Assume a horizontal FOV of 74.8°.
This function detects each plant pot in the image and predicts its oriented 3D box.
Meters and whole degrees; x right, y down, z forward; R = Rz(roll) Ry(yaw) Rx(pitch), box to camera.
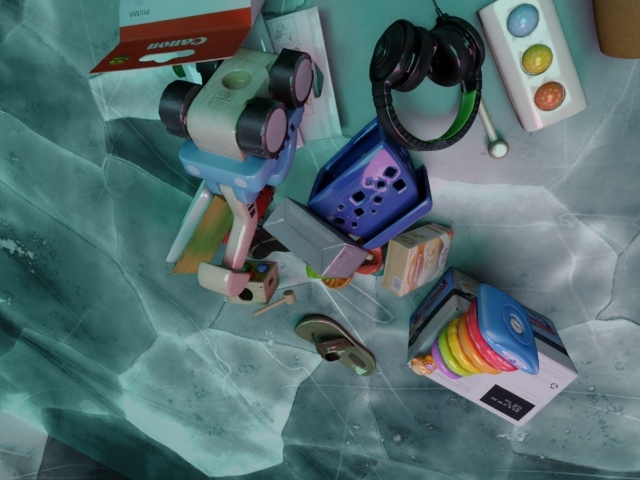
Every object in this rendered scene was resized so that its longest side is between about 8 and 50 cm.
[{"bbox_3d":[0.595,-0.473,0.743,0.237,0.237,0.254,-2,131,15],"label":"plant pot"},{"bbox_3d":[0.133,-0.132,1.018,0.212,0.236,0.236,42,118,-16],"label":"plant pot"}]

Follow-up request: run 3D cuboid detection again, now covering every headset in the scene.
[{"bbox_3d":[0.205,-0.388,0.879,0.244,0.185,0.393,-15,108,-20],"label":"headset"}]

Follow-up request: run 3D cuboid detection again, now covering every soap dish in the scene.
[{"bbox_3d":[-0.311,-0.065,1.172,0.118,0.228,0.290,27,121,-20],"label":"soap dish"}]

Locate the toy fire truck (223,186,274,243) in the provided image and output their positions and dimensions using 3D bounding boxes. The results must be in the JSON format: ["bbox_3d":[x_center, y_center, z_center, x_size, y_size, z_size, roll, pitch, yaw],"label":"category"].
[{"bbox_3d":[-0.211,-0.067,1.209,0.047,0.135,0.192,27,84,-29],"label":"toy fire truck"}]

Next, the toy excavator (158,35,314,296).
[{"bbox_3d":[-0.168,-0.137,0.924,0.223,0.432,0.445,16,152,15],"label":"toy excavator"}]

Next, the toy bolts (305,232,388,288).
[{"bbox_3d":[0.104,0.032,1.177,0.229,0.159,0.218,0,77,35],"label":"toy bolts"}]

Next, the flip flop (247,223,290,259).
[{"bbox_3d":[-0.137,-0.014,1.218,0.112,0.080,0.277,41,141,-24],"label":"flip flop"}]

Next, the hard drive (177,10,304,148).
[{"bbox_3d":[-0.187,-0.348,0.992,0.210,0.040,0.318,-16,112,7],"label":"hard drive"}]

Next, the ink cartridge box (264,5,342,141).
[{"bbox_3d":[-0.093,-0.385,1.034,0.261,0.066,0.296,-5,115,17],"label":"ink cartridge box"}]

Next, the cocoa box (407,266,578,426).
[{"bbox_3d":[0.444,0.280,1.139,0.347,0.228,0.231,29,118,-1],"label":"cocoa box"}]

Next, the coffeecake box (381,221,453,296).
[{"bbox_3d":[0.254,0.046,1.095,0.068,0.186,0.142,31,128,40],"label":"coffeecake box"}]

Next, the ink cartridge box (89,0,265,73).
[{"bbox_3d":[-0.277,-0.489,0.853,0.309,0.384,0.091,0,141,14],"label":"ink cartridge box"}]

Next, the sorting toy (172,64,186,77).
[{"bbox_3d":[-0.275,-0.351,1.082,0.132,0.046,0.274,2,124,51],"label":"sorting toy"}]

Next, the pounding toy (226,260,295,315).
[{"bbox_3d":[-0.177,0.137,1.255,0.206,0.181,0.094,2,116,14],"label":"pounding toy"}]

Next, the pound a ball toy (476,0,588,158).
[{"bbox_3d":[0.415,-0.342,0.886,0.208,0.135,0.319,-22,108,23],"label":"pound a ball toy"}]

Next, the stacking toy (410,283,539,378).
[{"bbox_3d":[0.319,0.251,0.960,0.175,0.165,0.302,37,131,-15],"label":"stacking toy"}]

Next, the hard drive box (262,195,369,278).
[{"bbox_3d":[0.000,0.000,0.987,0.181,0.232,0.089,40,98,19],"label":"hard drive box"}]

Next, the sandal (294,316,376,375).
[{"bbox_3d":[0.053,0.350,1.358,0.303,0.086,0.120,34,119,-4],"label":"sandal"}]
